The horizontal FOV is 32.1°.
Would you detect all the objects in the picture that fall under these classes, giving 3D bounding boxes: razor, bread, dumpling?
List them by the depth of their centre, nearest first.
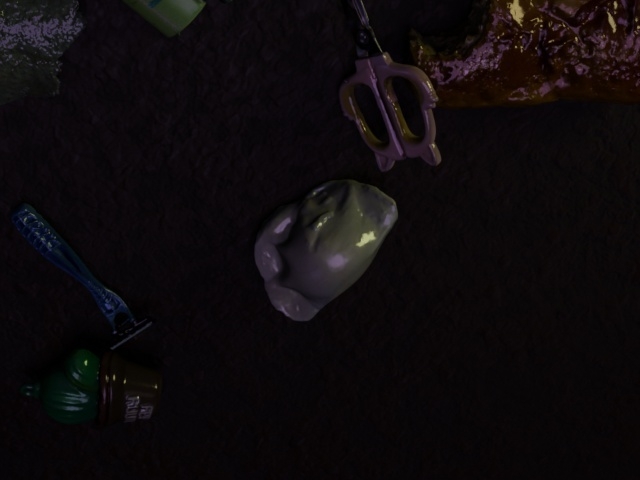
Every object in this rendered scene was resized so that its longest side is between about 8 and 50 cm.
[{"bbox_3d":[0.297,-0.264,1.438,0.380,0.109,0.185,-3,122,-7],"label":"bread"},{"bbox_3d":[-0.336,0.046,1.540,0.082,0.042,0.253,-34,119,8],"label":"razor"},{"bbox_3d":[0.000,0.000,1.547,0.229,0.124,0.151,-45,83,10],"label":"dumpling"}]

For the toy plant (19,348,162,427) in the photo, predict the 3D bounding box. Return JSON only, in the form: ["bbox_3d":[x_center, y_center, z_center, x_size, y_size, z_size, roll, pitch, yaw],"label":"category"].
[{"bbox_3d":[-0.331,0.211,1.602,0.200,0.105,0.143,5,141,-13],"label":"toy plant"}]

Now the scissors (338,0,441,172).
[{"bbox_3d":[0.063,-0.234,1.419,0.160,0.024,0.318,-4,116,44],"label":"scissors"}]

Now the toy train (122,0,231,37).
[{"bbox_3d":[-0.218,-0.346,1.297,0.157,0.105,0.253,-36,123,28],"label":"toy train"}]

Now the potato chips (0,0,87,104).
[{"bbox_3d":[-0.397,-0.217,1.358,0.167,0.059,0.228,15,118,-30],"label":"potato chips"}]
